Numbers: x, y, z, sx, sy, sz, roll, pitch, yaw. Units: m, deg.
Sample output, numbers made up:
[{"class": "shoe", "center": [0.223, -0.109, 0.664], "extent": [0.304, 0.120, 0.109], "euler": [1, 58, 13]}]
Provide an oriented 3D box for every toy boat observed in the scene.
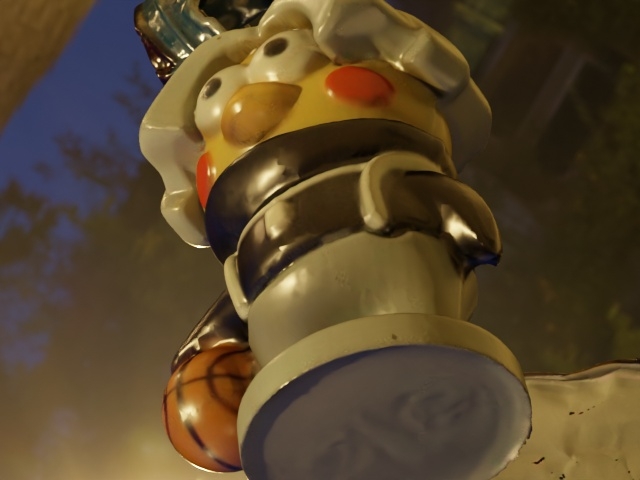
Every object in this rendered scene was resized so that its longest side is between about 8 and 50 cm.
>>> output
[{"class": "toy boat", "center": [-0.099, -0.219, 1.828], "extent": [0.129, 0.142, 0.309], "euler": [55, -173, -17]}]

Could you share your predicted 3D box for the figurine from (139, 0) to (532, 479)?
[{"class": "figurine", "center": [0.000, 0.000, 0.821], "extent": [0.133, 0.176, 0.236], "euler": [42, -152, -42]}]

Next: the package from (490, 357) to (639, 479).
[{"class": "package", "center": [0.148, 0.228, 1.527], "extent": [0.311, 0.221, 0.165], "euler": [-4, -125, -2]}]
